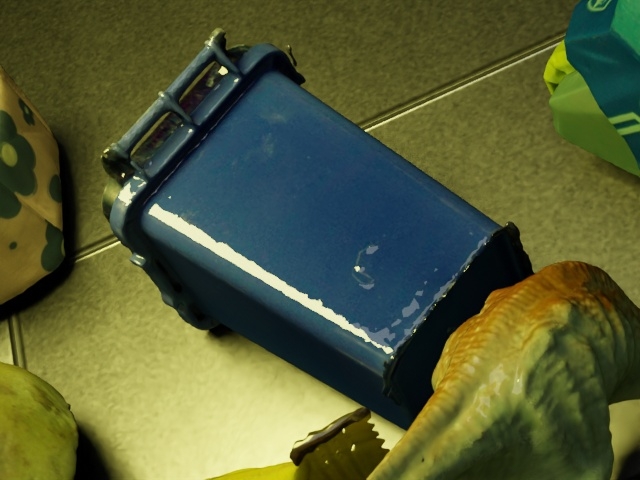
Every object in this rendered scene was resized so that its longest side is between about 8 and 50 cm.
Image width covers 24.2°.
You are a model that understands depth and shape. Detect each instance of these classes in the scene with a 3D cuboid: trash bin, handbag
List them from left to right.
[{"bbox_3d":[-0.330,-0.040,1.060,0.251,0.193,0.190,-21,47,8],"label":"handbag"},{"bbox_3d":[0.000,0.000,0.899,0.234,0.184,0.162,33,76,32],"label":"trash bin"}]

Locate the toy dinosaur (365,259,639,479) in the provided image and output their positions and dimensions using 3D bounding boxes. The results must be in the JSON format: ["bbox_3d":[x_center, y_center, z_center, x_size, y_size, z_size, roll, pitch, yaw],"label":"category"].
[{"bbox_3d":[0.094,0.111,0.745,0.092,0.393,0.205,-7,83,57],"label":"toy dinosaur"}]

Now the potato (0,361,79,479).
[{"bbox_3d":[-0.241,0.168,0.882,0.160,0.111,0.272,-29,34,31],"label":"potato"}]

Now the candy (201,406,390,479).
[{"bbox_3d":[-0.084,0.194,0.791,0.297,0.187,0.081,-33,69,-2],"label":"candy"}]

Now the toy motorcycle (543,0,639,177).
[{"bbox_3d":[0.259,-0.088,0.827,0.326,0.200,0.191,20,67,32],"label":"toy motorcycle"}]
